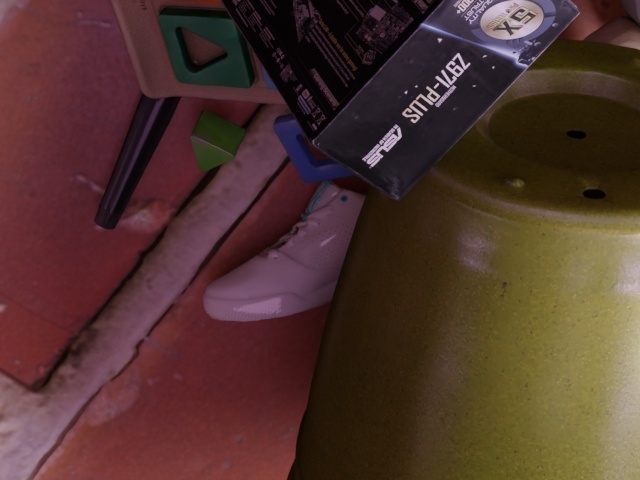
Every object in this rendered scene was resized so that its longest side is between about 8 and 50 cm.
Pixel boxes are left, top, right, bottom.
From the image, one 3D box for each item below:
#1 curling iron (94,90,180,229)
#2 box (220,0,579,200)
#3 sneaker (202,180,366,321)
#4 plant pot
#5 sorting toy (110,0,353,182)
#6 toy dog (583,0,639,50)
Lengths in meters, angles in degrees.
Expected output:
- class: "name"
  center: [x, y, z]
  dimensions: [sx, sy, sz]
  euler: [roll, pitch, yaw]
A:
- class: "curling iron"
  center: [-0.126, -0.135, 0.971]
  dimensions: [0.068, 0.035, 0.274]
  euler: [11, 110, -28]
- class: "box"
  center: [0.037, -0.138, 0.730]
  dimensions: [0.077, 0.180, 0.147]
  euler: [31, 109, -39]
- class: "sneaker"
  center: [0.000, 0.000, 1.018]
  dimensions: [0.212, 0.080, 0.094]
  euler: [-17, 105, -9]
- class: "plant pot"
  center: [0.156, 0.068, 0.852]
  dimensions: [0.366, 0.366, 0.353]
  euler: [-1, 124, -4]
- class: "sorting toy"
  center: [-0.057, -0.159, 0.861]
  dimensions: [0.196, 0.047, 0.348]
  euler: [3, 136, 18]
- class: "toy dog"
  center: [0.264, -0.197, 0.849]
  dimensions: [0.220, 0.161, 0.333]
  euler: [-50, 139, 3]
